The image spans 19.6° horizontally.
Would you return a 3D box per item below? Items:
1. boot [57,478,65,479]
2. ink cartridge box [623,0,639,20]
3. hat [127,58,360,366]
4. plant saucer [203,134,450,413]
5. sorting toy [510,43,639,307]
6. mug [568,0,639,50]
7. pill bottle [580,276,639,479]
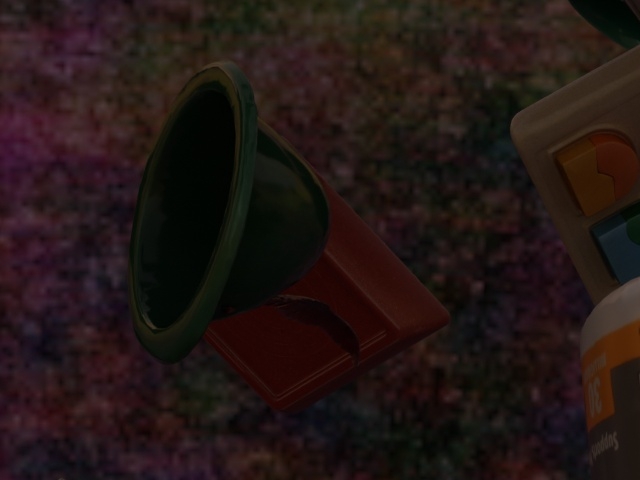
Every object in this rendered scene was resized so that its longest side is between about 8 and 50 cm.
[{"bbox_3d":[-0.125,0.245,1.175,0.095,0.203,0.262,-42,-8,4],"label":"boot"},{"bbox_3d":[0.210,-0.309,1.230,0.197,0.198,0.270,56,10,27],"label":"ink cartridge box"},{"bbox_3d":[0.000,0.000,1.070,0.183,0.173,0.208,14,6,-22],"label":"hat"},{"bbox_3d":[-0.043,0.053,1.870,0.259,0.258,0.048,-34,14,41],"label":"plant saucer"},{"bbox_3d":[0.272,-0.052,1.460,0.193,0.208,0.038,-29,27,2],"label":"sorting toy"},{"bbox_3d":[0.299,-0.214,1.576,0.158,0.097,0.129,31,-6,14],"label":"mug"},{"bbox_3d":[0.188,0.152,0.705,0.162,0.278,0.162,-2,-20,-1],"label":"pill bottle"}]
